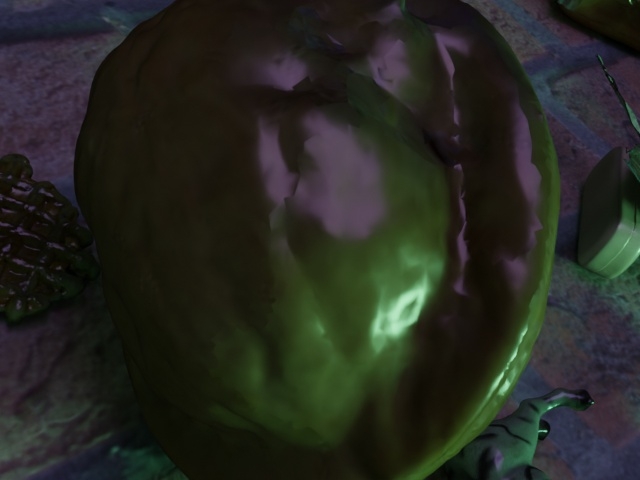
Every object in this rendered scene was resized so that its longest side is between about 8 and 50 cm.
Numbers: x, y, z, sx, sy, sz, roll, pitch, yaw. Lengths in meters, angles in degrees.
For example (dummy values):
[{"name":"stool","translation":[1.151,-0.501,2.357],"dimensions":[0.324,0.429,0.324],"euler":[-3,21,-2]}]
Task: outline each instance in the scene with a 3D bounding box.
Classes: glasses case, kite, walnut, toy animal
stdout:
[{"name":"glasses case","translation":[0.347,-0.036,1.019],"dimensions":[0.050,0.083,0.196],"euler":[28,43,-2]},{"name":"kite","translation":[0.422,-0.070,1.048],"dimensions":[0.406,0.014,0.368],"euler":[-9,73,-62]},{"name":"walnut","translation":[0.002,-0.008,0.637],"dimensions":[0.383,0.383,0.383],"euler":[15,43,-15]},{"name":"toy animal","translation":[0.196,0.228,0.679],"dimensions":[0.170,0.090,0.255],"euler":[1,46,-22]}]

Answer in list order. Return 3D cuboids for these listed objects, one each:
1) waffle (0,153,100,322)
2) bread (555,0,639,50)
[{"name":"waffle","translation":[-0.276,-0.001,0.690],"dimensions":[0.183,0.036,0.169],"euler":[-24,65,-41]},{"name":"bread","translation":[0.513,-0.400,1.450],"dimensions":[0.241,0.107,0.136],"euler":[22,45,-7]}]
